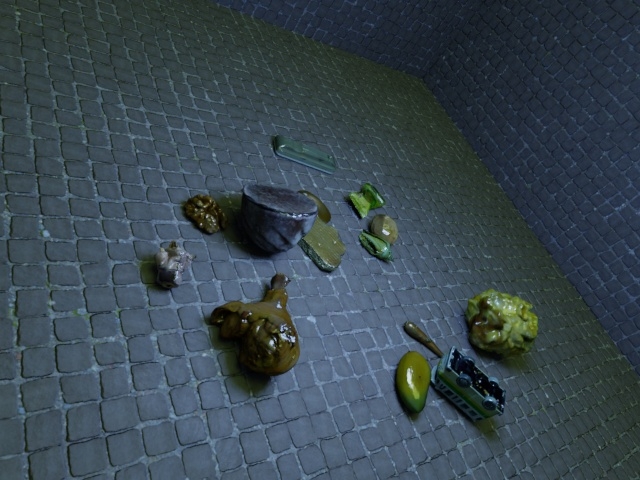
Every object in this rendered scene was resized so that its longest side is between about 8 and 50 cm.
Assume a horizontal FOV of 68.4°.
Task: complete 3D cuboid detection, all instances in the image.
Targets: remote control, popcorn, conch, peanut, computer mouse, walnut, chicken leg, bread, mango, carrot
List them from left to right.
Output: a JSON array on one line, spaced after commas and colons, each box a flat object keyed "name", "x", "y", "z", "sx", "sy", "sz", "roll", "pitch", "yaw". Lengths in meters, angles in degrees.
[{"name": "walnut", "x": -0.412, "y": -0.106, "z": 1.723, "sx": 0.170, "sy": 0.069, "sz": 0.143, "roll": 44, "pitch": 39, "yaw": 8}, {"name": "chicken leg", "x": -0.195, "y": 0.236, "z": 1.517, "sx": 0.294, "sy": 0.182, "sz": 0.410, "roll": 15, "pitch": 38, "yaw": -6}, {"name": "remote control", "x": -0.071, "y": -0.429, "z": 2.327, "sx": 0.335, "sy": 0.065, "sz": 0.128, "roll": 15, "pitch": 47, "yaw": -29}, {"name": "computer mouse", "x": -0.031, "y": -0.156, "z": 2.113, "sx": 0.199, "sy": 0.045, "sz": 0.102, "roll": 46, "pitch": 36, "yaw": 6}, {"name": "bread", "x": 0.000, "y": 0.000, "z": 1.976, "sx": 0.207, "sy": 0.056, "sz": 0.287, "roll": -25, "pitch": 71, "yaw": -46}, {"name": "conch", "x": 0.260, "y": 0.027, "z": 2.158, "sx": 0.200, "sy": 0.080, "sz": 0.095, "roll": 28, "pitch": 50, "yaw": 11}, {"name": "peanut", "x": 0.307, "y": -0.047, "z": 2.244, "sx": 0.140, "sy": 0.109, "sz": 0.159, "roll": 6, "pitch": 61, "yaw": -22}, {"name": "mango", "x": 0.341, "y": 0.514, "z": 1.741, "sx": 0.137, "sy": 0.091, "sz": 0.237, "roll": 32, "pitch": 38, "yaw": -1}, {"name": "carrot", "x": 0.444, "y": 0.423, "z": 1.959, "sx": 0.254, "sy": 0.049, "sz": 0.049, "roll": 41, "pitch": 38, "yaw": -7}, {"name": "popcorn", "x": 0.827, "y": 0.371, "z": 2.131, "sx": 0.312, "sy": 0.312, "sz": 0.312, "roll": 23, "pitch": 41, "yaw": -22}]

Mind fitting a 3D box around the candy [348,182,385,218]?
[{"name": "candy", "x": 0.224, "y": -0.202, "z": 2.354, "sx": 0.149, "sy": 0.069, "sz": 0.246, "roll": 52, "pitch": 34, "yaw": 5}]

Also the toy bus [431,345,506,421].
[{"name": "toy bus", "x": 0.562, "y": 0.562, "z": 1.819, "sx": 0.276, "sy": 0.165, "sz": 0.134, "roll": 41, "pitch": 38, "yaw": 1}]

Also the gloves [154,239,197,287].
[{"name": "gloves", "x": -0.465, "y": 0.080, "z": 1.479, "sx": 0.110, "sy": 0.094, "sz": 0.144, "roll": 19, "pitch": 61, "yaw": 9}]

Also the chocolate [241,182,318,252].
[{"name": "chocolate", "x": -0.174, "y": -0.069, "z": 1.771, "sx": 0.303, "sy": 0.213, "sz": 0.303, "roll": 14, "pitch": 21, "yaw": -6}]
